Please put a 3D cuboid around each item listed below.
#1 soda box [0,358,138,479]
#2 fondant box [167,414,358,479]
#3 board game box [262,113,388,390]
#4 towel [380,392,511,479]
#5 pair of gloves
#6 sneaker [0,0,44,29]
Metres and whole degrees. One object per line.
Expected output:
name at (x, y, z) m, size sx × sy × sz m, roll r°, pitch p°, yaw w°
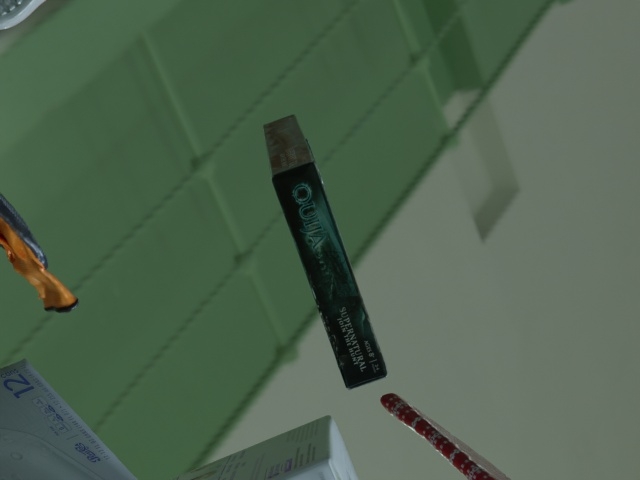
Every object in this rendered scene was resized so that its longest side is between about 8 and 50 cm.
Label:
soda box at (-0.126, 0.204, 0.847) m, size 0.286 × 0.098 × 0.091 m, roll 44°, pitch -143°, yaw 20°
fondant box at (-0.125, 0.256, 1.201) m, size 0.330 × 0.096 × 0.238 m, roll -21°, pitch -179°, yaw 1°
board game box at (0.000, 0.000, 0.875) m, size 0.026 × 0.126 × 0.186 m, roll -20°, pitch -167°, yaw 1°
towel at (0.185, 0.253, 1.416) m, size 0.031 × 0.199 × 0.275 m, roll -51°, pitch -138°, yaw -1°
pair of gloves at (-0.118, -0.007, 0.493) m, size 0.010 × 0.074 × 0.083 m, roll -44°, pitch -152°, yaw -25°
sneaker at (-0.137, -0.155, 0.733) m, size 0.051 × 0.070 × 0.134 m, roll 16°, pitch -104°, yaw 1°
